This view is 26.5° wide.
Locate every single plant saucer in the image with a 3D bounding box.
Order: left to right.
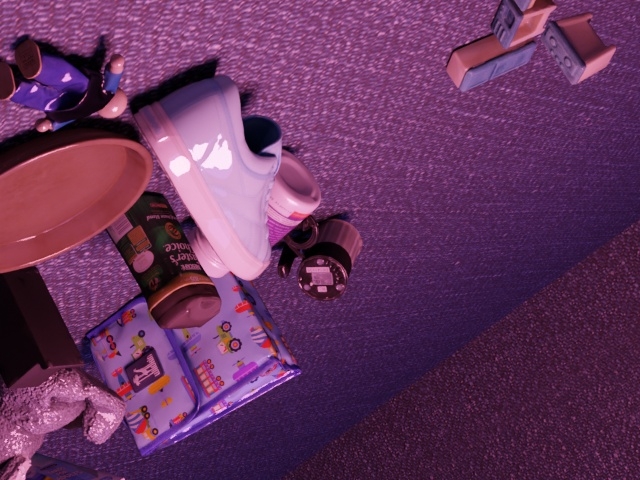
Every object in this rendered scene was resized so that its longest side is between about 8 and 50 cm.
[{"bbox_3d":[-0.331,-0.050,1.616,0.278,0.041,0.278,-27,163,-9],"label":"plant saucer"}]

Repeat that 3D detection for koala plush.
[{"bbox_3d":[-0.438,0.252,1.959,0.221,0.196,0.203,-50,154,-3],"label":"koala plush"}]

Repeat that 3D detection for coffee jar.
[{"bbox_3d":[-0.207,0.031,1.791,0.079,0.184,0.096,-38,161,22],"label":"coffee jar"}]

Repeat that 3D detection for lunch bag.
[{"bbox_3d":[-0.218,0.181,2.116,0.293,0.221,0.138,-33,162,7],"label":"lunch bag"}]

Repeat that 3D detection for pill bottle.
[{"bbox_3d":[-0.101,-0.034,1.909,0.193,0.108,0.108,-40,160,27],"label":"pill bottle"}]

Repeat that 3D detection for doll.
[{"bbox_3d":[-0.259,-0.160,1.424,0.129,0.046,0.189,-35,161,16],"label":"doll"}]

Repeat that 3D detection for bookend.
[{"bbox_3d":[-0.416,0.141,1.804,0.156,0.157,0.072,-40,160,24],"label":"bookend"}]

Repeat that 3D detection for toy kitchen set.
[{"bbox_3d":[0.284,-0.244,1.852,0.122,0.166,0.207,-25,161,-18],"label":"toy kitchen set"}]

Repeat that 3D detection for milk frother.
[{"bbox_3d":[0.000,0.000,2.194,0.135,0.129,0.143,-68,172,-60],"label":"milk frother"}]

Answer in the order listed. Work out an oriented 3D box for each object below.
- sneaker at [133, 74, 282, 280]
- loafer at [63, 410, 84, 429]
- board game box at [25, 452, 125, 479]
[{"bbox_3d":[-0.098,-0.073,1.695,0.150,0.135,0.366,-30,151,-1],"label":"sneaker"},{"bbox_3d":[-0.383,0.286,2.403,0.170,0.062,0.061,-27,167,-5],"label":"loafer"},{"bbox_3d":[-0.501,0.390,2.019,0.336,0.079,0.254,10,-165,27],"label":"board game box"}]
